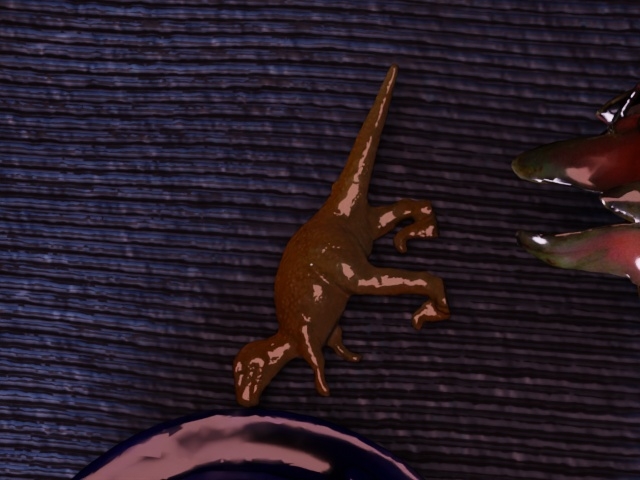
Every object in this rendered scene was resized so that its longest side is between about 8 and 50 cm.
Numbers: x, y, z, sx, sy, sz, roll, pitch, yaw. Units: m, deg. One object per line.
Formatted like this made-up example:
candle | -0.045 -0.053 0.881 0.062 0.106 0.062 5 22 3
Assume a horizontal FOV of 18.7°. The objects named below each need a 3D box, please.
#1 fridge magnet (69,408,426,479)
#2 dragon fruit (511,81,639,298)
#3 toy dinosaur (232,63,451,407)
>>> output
fridge magnet | -0.038 0.216 0.971 0.265 0.112 0.265 -1 83 5
dragon fruit | 0.231 -0.018 0.925 0.274 0.192 0.193 18 82 11
toy dinosaur | 0.000 0.000 1.026 0.126 0.039 0.162 -15 82 7
